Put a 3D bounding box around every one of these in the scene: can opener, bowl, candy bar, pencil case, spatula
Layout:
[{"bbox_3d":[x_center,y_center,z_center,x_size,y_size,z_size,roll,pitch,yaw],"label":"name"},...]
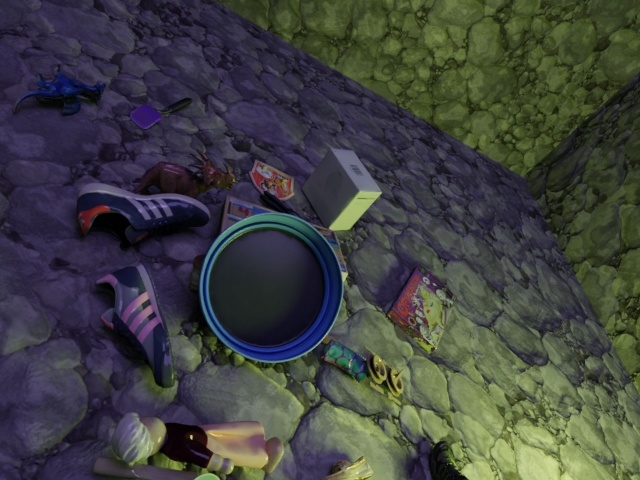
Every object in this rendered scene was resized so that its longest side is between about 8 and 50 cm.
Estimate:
[{"bbox_3d":[-0.137,-0.115,1.633,0.186,0.073,0.059,39,45,10],"label":"can opener"},{"bbox_3d":[-0.130,0.122,1.222,0.390,0.077,0.392,3,82,-22],"label":"bowl"},{"bbox_3d":[0.077,0.336,1.390,0.161,0.018,0.040,33,38,-7],"label":"candy bar"},{"bbox_3d":[0.074,0.353,1.332,0.151,0.064,0.070,35,60,-5],"label":"pencil case"},{"bbox_3d":[-0.566,-0.478,1.662,0.084,0.030,0.296,38,38,2],"label":"spatula"}]

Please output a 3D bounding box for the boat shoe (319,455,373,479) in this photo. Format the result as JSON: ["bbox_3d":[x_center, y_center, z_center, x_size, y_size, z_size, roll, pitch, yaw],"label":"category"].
[{"bbox_3d":[0.056,0.565,1.112,0.170,0.063,0.059,13,41,-44],"label":"boat shoe"}]

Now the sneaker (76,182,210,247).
[{"bbox_3d":[-0.471,-0.046,1.242,0.349,0.131,0.148,5,56,-29],"label":"sneaker"}]

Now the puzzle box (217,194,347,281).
[{"bbox_3d":[-0.122,-0.005,1.457,0.408,0.052,0.272,18,28,-18],"label":"puzzle box"}]

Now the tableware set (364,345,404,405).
[{"bbox_3d":[0.201,0.397,1.356,0.194,0.039,0.128,43,30,-38],"label":"tableware set"}]

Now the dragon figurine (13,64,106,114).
[{"bbox_3d":[-0.786,-0.447,1.401,0.144,0.085,0.289,32,37,-9],"label":"dragon figurine"}]

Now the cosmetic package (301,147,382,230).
[{"bbox_3d":[0.076,-0.193,1.753,0.138,0.225,0.224,-4,55,-45],"label":"cosmetic package"}]

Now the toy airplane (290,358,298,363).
[{"bbox_3d":[-0.108,0.279,1.284,0.151,0.028,0.151,24,39,-21],"label":"toy airplane"}]

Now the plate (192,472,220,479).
[{"bbox_3d":[-0.243,0.527,0.838,0.024,0.188,0.188,5,30,23],"label":"plate"}]

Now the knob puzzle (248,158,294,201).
[{"bbox_3d":[-0.181,-0.220,1.726,0.213,0.030,0.213,23,41,-21],"label":"knob puzzle"}]

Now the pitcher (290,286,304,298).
[{"bbox_3d":[-0.065,0.192,1.346,0.207,0.125,0.178,26,61,-21],"label":"pitcher"}]

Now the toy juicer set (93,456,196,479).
[{"bbox_3d":[-0.395,0.509,0.782,0.209,0.090,0.329,24,36,11],"label":"toy juicer set"}]

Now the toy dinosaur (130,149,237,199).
[{"bbox_3d":[-0.419,-0.185,1.350,0.295,0.200,0.127,0,52,-39],"label":"toy dinosaur"}]

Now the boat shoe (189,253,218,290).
[{"bbox_3d":[-0.246,0.091,1.326,0.285,0.089,0.104,3,27,-42],"label":"boat shoe"}]

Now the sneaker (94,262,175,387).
[{"bbox_3d":[-0.426,0.205,1.051,0.131,0.112,0.319,-13,57,-27],"label":"sneaker"}]

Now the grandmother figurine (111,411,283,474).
[{"bbox_3d":[-0.250,0.402,0.915,0.342,0.207,0.104,28,63,-40],"label":"grandmother figurine"}]

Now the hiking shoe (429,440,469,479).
[{"bbox_3d":[0.367,0.651,1.236,0.086,0.114,0.227,25,40,-19],"label":"hiking shoe"}]

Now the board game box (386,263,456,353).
[{"bbox_3d":[0.391,0.245,1.725,0.208,0.056,0.347,39,37,5],"label":"board game box"}]
